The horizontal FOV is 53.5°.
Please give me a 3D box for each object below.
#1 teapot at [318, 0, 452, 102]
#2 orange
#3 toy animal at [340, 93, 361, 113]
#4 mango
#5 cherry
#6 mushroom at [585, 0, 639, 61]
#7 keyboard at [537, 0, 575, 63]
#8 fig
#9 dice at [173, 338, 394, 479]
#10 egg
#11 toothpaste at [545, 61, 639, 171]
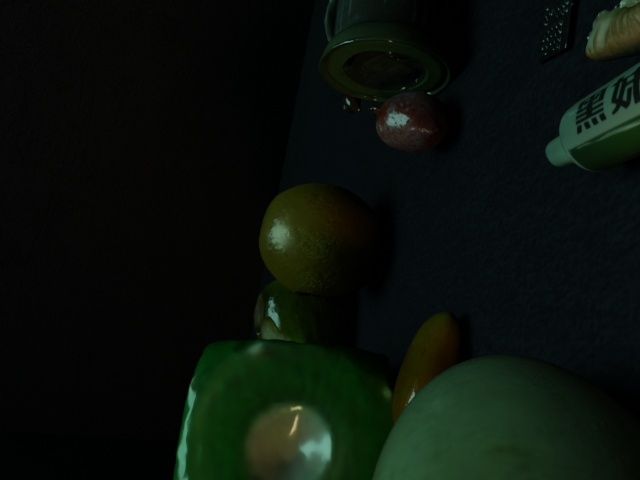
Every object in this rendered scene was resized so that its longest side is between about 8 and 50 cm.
[{"bbox_3d":[0.100,-0.406,1.013,0.270,0.200,0.337,-10,69,55],"label":"teapot"},{"bbox_3d":[0.000,0.000,1.184,0.236,0.236,0.236,-172,90,-78],"label":"orange"},{"bbox_3d":[0.104,-0.386,1.193,0.185,0.122,0.298,-146,66,-77],"label":"toy animal"},{"bbox_3d":[0.136,0.180,0.797,0.102,0.085,0.184,118,161,-69],"label":"mango"},{"bbox_3d":[0.120,-0.185,0.986,0.225,0.107,0.090,-152,55,-64],"label":"cherry"},{"bbox_3d":[0.269,-0.208,0.447,0.094,0.072,0.209,-94,13,-48],"label":"mushroom"},{"bbox_3d":[0.261,-0.295,0.683,0.063,0.010,0.198,179,98,-80],"label":"keyboard"},{"bbox_3d":[-0.021,0.204,1.309,0.206,0.206,0.275,111,147,-47],"label":"fig"},{"bbox_3d":[-0.042,0.304,0.931,0.300,0.297,0.287,89,-177,-73],"label":"dice"},{"bbox_3d":[0.143,0.193,0.454,0.295,0.218,0.218,-71,-6,-67],"label":"egg"},{"bbox_3d":[0.270,-0.115,0.412,0.392,0.061,0.098,144,133,-71],"label":"toothpaste"}]
